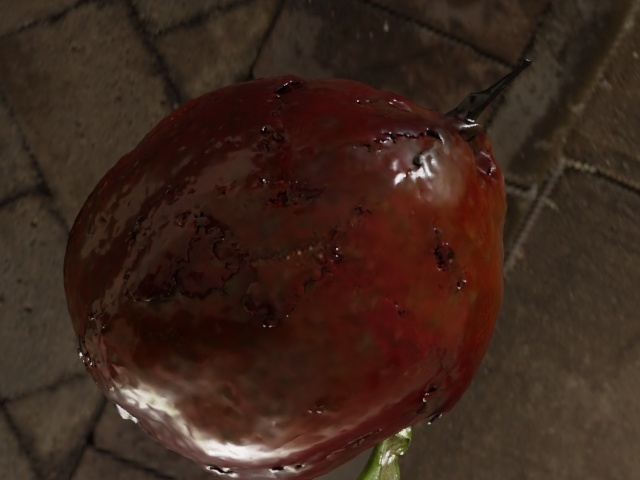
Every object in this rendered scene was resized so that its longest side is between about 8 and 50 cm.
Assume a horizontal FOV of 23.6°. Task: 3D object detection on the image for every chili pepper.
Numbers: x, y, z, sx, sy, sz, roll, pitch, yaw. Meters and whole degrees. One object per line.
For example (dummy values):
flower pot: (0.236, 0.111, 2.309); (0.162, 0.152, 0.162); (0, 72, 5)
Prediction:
chili pepper: (0.021, 0.216, 1.023); (0.043, 0.208, 0.049); (25, 154, -36)

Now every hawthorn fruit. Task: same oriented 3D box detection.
hawthorn fruit: (0.000, 0.000, 0.664); (0.181, 0.181, 0.235); (40, 116, -17)
